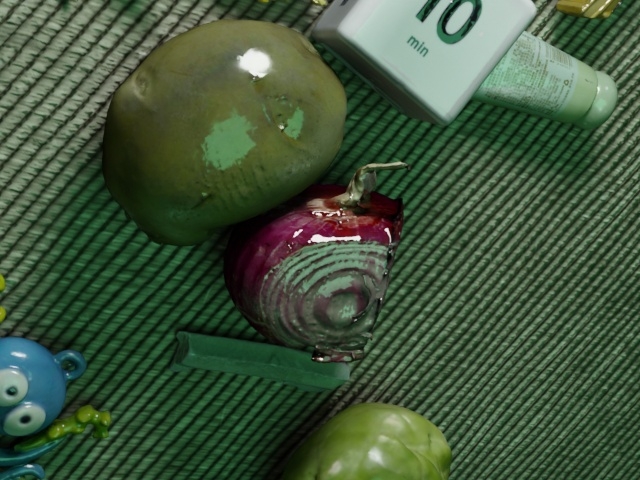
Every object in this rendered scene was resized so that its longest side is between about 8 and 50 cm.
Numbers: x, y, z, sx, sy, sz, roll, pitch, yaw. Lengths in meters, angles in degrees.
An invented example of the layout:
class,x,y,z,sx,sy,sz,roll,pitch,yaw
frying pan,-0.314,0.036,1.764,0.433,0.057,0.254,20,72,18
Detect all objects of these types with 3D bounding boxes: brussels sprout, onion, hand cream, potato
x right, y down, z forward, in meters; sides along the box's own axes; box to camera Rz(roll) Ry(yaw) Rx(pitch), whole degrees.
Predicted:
class,x,y,z,sx,sy,sz,roll,pitch,yaw
brussels sprout,0.085,0.391,1.556,0.317,0.242,0.273,3,116,-30
onion,-0.013,0.024,1.364,0.231,0.256,0.272,8,89,1
hand cream,0.313,-0.247,1.491,0.306,0.093,0.147,15,99,-27
potato,-0.125,-0.145,1.253,0.326,0.221,0.243,-28,119,-7

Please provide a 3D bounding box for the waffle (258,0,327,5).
class,x,y,z,sx,sy,sz,roll,pitch,yaw
waffle,-0.055,-0.429,1.270,0.254,0.052,0.245,8,108,-26

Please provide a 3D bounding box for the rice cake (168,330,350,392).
class,x,y,z,sx,sy,sz,roll,pitch,yaw
rice cake,-0.092,0.188,1.510,0.290,0.051,0.081,13,138,-28

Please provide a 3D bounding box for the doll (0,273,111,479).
class,x,y,z,sx,sy,sz,roll,pitch,yaw
doll,-0.475,0.214,1.308,0.341,0.099,0.346,-24,116,-16

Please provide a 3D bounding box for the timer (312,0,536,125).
class,x,y,z,sx,sy,sz,roll,pitch,yaw
timer,0.131,-0.287,1.310,0.192,0.194,0.195,38,93,-16

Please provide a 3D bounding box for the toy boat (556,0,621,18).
class,x,y,z,sx,sy,sz,roll,pitch,yaw
toy boat,0.448,-0.470,1.463,0.115,0.089,0.310,33,94,-34
